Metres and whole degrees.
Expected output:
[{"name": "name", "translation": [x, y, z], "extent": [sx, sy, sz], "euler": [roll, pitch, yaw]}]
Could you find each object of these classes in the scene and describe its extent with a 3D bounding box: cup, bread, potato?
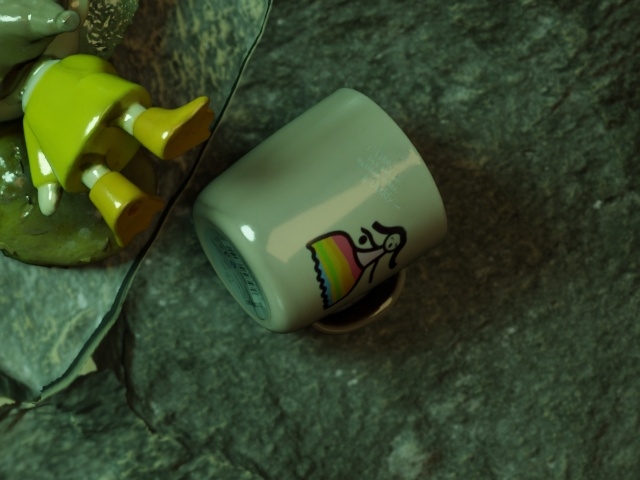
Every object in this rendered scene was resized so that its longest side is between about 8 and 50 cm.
[{"name": "cup", "translation": [0.000, 0.000, 1.840], "extent": [0.200, 0.191, 0.253], "euler": [-35, 133, -16]}, {"name": "bread", "translation": [-0.227, -0.283, 1.809], "extent": [0.172, 0.064, 0.232], "euler": [-17, 95, -20]}, {"name": "potato", "translation": [-0.255, -0.056, 1.780], "extent": [0.200, 0.081, 0.164], "euler": [5, 85, -24]}]

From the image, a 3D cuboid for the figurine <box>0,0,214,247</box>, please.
[{"name": "figurine", "translation": [-0.266, -0.163, 1.675], "extent": [0.343, 0.187, 0.215], "euler": [38, 87, 16]}]
